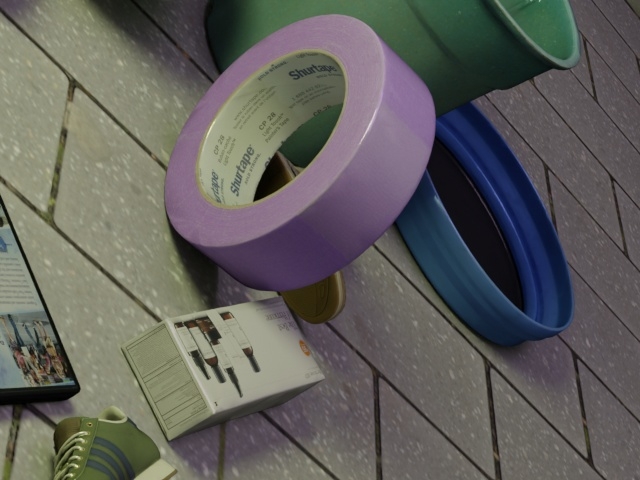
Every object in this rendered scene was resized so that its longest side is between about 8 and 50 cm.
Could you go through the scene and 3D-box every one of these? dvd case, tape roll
[{"bbox_3d":[-0.293,0.016,1.517,0.180,0.022,0.253,5,57,-64],"label":"dvd case"},{"bbox_3d":[-0.023,-0.087,1.868,0.090,0.275,0.274,42,28,-36],"label":"tape roll"}]

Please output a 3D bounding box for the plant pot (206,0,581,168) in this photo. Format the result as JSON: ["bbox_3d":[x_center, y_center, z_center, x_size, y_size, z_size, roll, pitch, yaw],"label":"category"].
[{"bbox_3d":[0.071,-0.264,2.199,0.341,0.334,0.341,45,26,-29],"label":"plant pot"}]

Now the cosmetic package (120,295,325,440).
[{"bbox_3d":[-0.085,0.115,1.773,0.099,0.060,0.239,63,23,7],"label":"cosmetic package"}]

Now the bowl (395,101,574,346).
[{"bbox_3d":[0.201,-0.036,2.518,0.391,0.077,0.391,45,27,-31],"label":"bowl"}]

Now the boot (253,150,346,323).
[{"bbox_3d":[0.000,0.000,2.068,0.165,0.077,0.213,18,43,-60],"label":"boot"}]

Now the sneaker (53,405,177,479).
[{"bbox_3d":[-0.188,0.182,1.489,0.086,0.064,0.192,54,22,6],"label":"sneaker"}]
